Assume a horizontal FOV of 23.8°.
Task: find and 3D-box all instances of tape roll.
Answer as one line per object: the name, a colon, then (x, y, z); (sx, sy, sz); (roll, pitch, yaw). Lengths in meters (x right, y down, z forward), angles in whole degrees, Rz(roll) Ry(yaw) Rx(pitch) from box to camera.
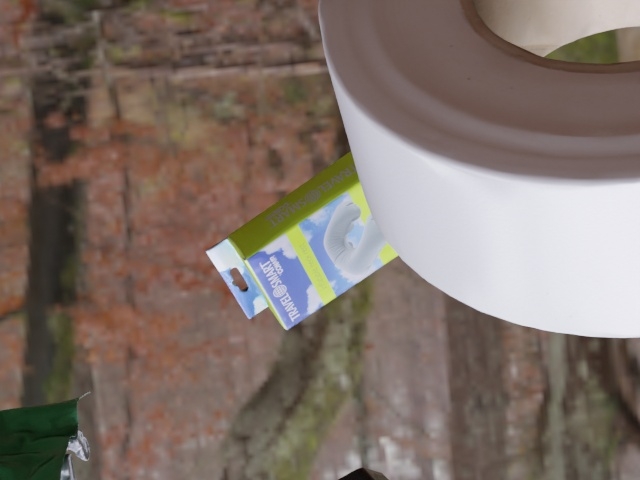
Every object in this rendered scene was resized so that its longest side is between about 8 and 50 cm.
tape roll: (0.147, -0.092, 0.719); (0.286, 0.100, 0.286); (-9, -135, 9)

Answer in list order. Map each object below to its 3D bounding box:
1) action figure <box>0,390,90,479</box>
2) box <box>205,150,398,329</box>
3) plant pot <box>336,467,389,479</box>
action figure: (-0.309, 0.185, 1.243); (0.232, 0.063, 0.137); (-5, -153, 9)
box: (0.000, 0.000, 1.327); (0.178, 0.109, 0.042); (-34, -134, -6)
plant pot: (0.042, 0.368, 1.758); (0.188, 0.167, 0.187); (-31, 163, 6)
